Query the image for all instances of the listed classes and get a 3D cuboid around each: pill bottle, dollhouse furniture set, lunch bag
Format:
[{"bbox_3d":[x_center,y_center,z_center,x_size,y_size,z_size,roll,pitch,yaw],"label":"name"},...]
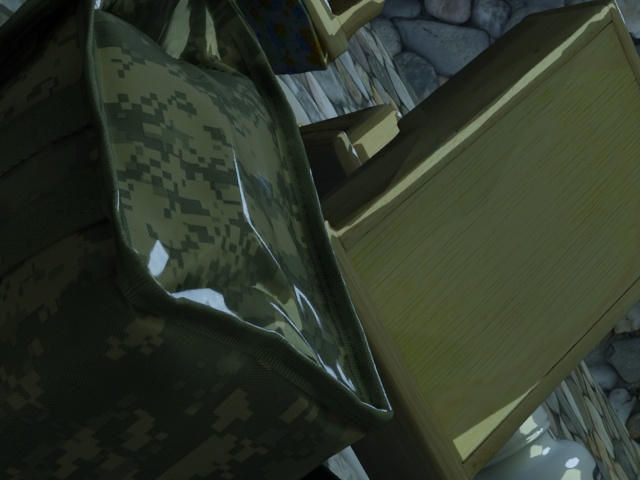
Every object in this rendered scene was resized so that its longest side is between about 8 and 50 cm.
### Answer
[{"bbox_3d":[0.249,0.330,1.461,0.319,0.176,0.176,62,14,2],"label":"pill bottle"},{"bbox_3d":[0.000,0.000,0.866,0.394,0.256,0.362,0,-57,53],"label":"dollhouse furniture set"},{"bbox_3d":[-0.127,0.007,0.604,0.169,0.235,0.287,34,27,-40],"label":"lunch bag"}]

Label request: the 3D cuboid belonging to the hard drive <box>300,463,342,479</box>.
[{"bbox_3d":[0.056,0.258,0.864,0.237,0.064,0.339,56,-13,-23],"label":"hard drive"}]
